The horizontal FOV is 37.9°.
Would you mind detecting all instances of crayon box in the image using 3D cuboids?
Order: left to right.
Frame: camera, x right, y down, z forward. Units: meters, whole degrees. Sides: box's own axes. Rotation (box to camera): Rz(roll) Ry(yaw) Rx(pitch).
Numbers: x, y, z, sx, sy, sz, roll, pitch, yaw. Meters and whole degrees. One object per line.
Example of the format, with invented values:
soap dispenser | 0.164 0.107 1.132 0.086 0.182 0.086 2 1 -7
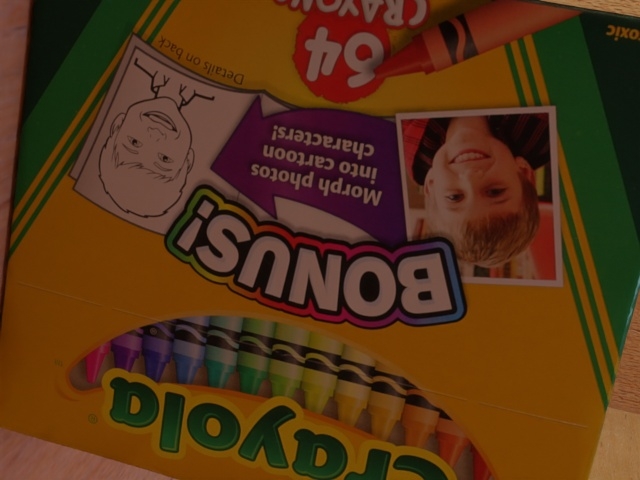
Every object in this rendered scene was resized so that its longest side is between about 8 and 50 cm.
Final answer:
crayon box | 0.000 0.000 0.562 0.106 0.363 0.313 -35 137 -73
